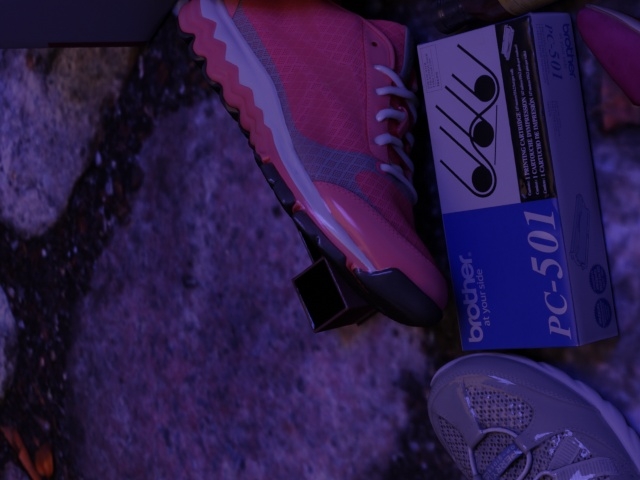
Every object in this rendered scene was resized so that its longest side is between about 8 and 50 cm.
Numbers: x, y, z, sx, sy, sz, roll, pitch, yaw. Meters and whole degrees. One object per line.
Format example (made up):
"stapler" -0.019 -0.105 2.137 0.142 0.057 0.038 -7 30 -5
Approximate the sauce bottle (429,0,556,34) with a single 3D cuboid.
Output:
"sauce bottle" 0.123 -0.162 0.815 0.128 0.042 0.042 -18 84 44

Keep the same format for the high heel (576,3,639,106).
"high heel" 0.216 -0.029 0.717 0.244 0.082 0.117 41 114 18

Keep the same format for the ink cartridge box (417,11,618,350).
"ink cartridge box" 0.126 -0.035 0.830 0.097 0.046 0.207 -7 92 47

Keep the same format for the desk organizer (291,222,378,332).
"desk organizer" 0.000 0.000 0.959 0.047 0.050 0.130 -38 70 42

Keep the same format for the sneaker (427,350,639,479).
"sneaker" 0.155 0.177 0.785 0.281 0.115 0.105 48 127 29

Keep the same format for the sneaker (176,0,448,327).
"sneaker" 0.018 -0.086 0.867 0.136 0.116 0.314 -34 60 4

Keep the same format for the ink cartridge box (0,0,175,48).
"ink cartridge box" -0.256 -0.295 1.064 0.114 0.197 0.273 -48 63 39
